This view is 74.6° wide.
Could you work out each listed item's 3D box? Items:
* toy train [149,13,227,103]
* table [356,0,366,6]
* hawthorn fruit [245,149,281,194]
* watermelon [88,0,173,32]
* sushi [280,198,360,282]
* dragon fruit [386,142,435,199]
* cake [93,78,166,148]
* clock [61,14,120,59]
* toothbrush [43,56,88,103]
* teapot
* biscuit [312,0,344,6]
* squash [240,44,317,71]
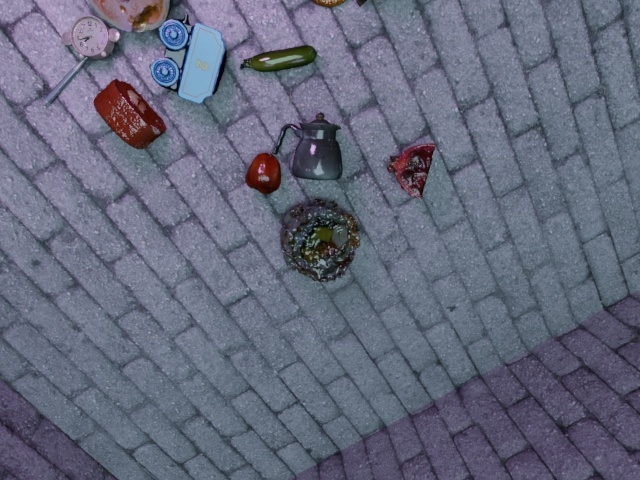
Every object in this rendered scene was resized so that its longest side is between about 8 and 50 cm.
[{"bbox_3d":[-0.515,-0.718,1.672,0.265,0.188,0.300,15,105,-18],"label":"toy train"},{"bbox_3d":[0.195,-1.055,1.616,0.172,0.169,0.193,-45,118,-4],"label":"table"},{"bbox_3d":[-0.247,-0.295,1.883,0.174,0.173,0.179,32,59,-18],"label":"hawthorn fruit"},{"bbox_3d":[-0.684,-0.907,1.594,0.322,0.188,0.175,11,138,3],"label":"watermelon"},{"bbox_3d":[-0.002,-0.004,2.017,0.418,0.176,0.417,-3,111,-7],"label":"sushi"},{"bbox_3d":[0.414,-0.341,1.982,0.212,0.134,0.261,18,92,-2],"label":"dragon fruit"},{"bbox_3d":[-0.775,-0.510,1.714,0.151,0.177,0.283,-35,110,6],"label":"cake"},{"bbox_3d":[-0.884,-0.784,1.635,0.230,0.063,0.155,-4,98,4],"label":"clock"},{"bbox_3d":[-1.000,-0.674,1.701,0.342,0.025,0.030,-39,86,8],"label":"toothbrush"},{"bbox_3d":[-0.034,-0.423,1.871,0.224,0.305,0.284,-9,109,-44],"label":"teapot"},{"bbox_3d":[0.033,-1.074,1.683,0.254,0.035,0.253,-3,112,-7],"label":"biscuit"},{"bbox_3d":[-0.175,-0.753,1.754,0.332,0.087,0.087,-10,112,-2],"label":"squash"}]
